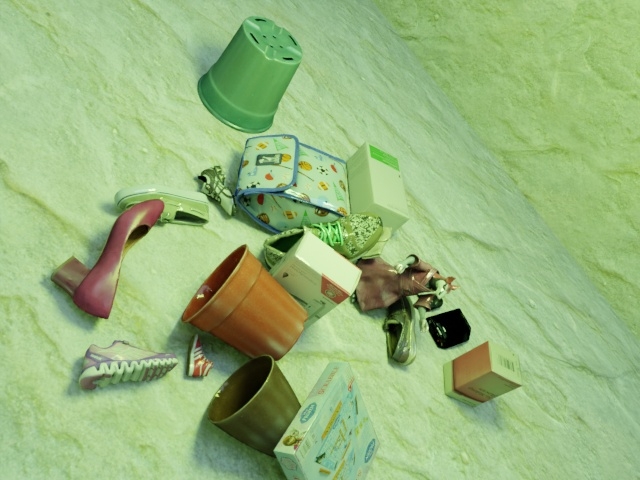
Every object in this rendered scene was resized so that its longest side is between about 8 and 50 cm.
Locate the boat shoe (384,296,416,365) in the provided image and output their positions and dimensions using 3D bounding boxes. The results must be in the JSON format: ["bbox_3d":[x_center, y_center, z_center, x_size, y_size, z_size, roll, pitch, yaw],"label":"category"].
[{"bbox_3d":[0.275,0.299,1.871,0.092,0.103,0.285,22,51,-31],"label":"boat shoe"}]

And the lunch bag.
[{"bbox_3d":[-0.104,-0.195,1.870,0.386,0.239,0.327,20,42,-18],"label":"lunch bag"}]

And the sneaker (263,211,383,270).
[{"bbox_3d":[0.000,0.000,1.675,0.182,0.411,0.158,55,18,-74],"label":"sneaker"}]

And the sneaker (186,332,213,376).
[{"bbox_3d":[-0.323,0.312,1.422,0.067,0.042,0.118,15,56,-24],"label":"sneaker"}]

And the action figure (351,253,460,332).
[{"bbox_3d":[0.304,0.156,1.851,0.276,0.370,0.248,-40,126,-63],"label":"action figure"}]

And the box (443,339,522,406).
[{"bbox_3d":[0.570,0.474,1.860,0.149,0.232,0.126,27,44,-19],"label":"box"}]

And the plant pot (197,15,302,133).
[{"bbox_3d":[-0.257,-0.655,2.050,0.341,0.334,0.341,21,47,-24],"label":"plant pot"}]

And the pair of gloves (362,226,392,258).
[{"bbox_3d":[0.138,0.001,1.917,0.204,0.240,0.042,-53,132,-49],"label":"pair of gloves"}]

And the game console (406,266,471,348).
[{"bbox_3d":[0.464,0.252,2.105,0.213,0.044,0.361,-5,61,-43],"label":"game console"}]

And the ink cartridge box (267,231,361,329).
[{"bbox_3d":[-0.044,0.134,1.611,0.207,0.283,0.117,36,45,-9],"label":"ink cartridge box"}]

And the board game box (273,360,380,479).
[{"bbox_3d":[0.033,0.544,1.381,0.318,0.066,0.318,-47,125,-49],"label":"board game box"}]

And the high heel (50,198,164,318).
[{"bbox_3d":[-0.513,0.043,1.418,0.181,0.127,0.377,37,58,5],"label":"high heel"}]

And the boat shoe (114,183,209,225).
[{"bbox_3d":[-0.468,-0.103,1.601,0.302,0.109,0.094,1,59,-42],"label":"boat shoe"}]

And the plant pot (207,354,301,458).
[{"bbox_3d":[-0.134,0.455,1.357,0.230,0.215,0.215,51,39,-16],"label":"plant pot"}]

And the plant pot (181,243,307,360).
[{"bbox_3d":[-0.195,0.196,1.472,0.265,0.272,0.272,41,41,-15],"label":"plant pot"}]

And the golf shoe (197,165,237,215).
[{"bbox_3d":[-0.350,-0.158,1.777,0.094,0.077,0.198,-19,67,-27],"label":"golf shoe"}]

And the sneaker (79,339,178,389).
[{"bbox_3d":[-0.469,0.290,1.291,0.236,0.095,0.104,2,48,-36],"label":"sneaker"}]

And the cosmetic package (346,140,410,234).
[{"bbox_3d":[0.237,-0.217,2.224,0.197,0.155,0.365,21,45,-28],"label":"cosmetic package"}]
